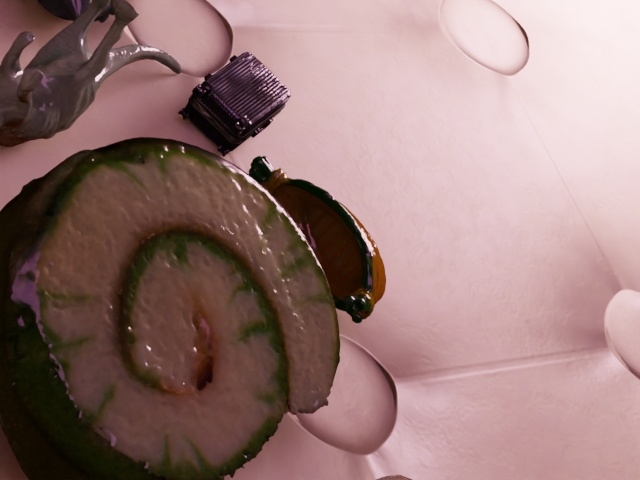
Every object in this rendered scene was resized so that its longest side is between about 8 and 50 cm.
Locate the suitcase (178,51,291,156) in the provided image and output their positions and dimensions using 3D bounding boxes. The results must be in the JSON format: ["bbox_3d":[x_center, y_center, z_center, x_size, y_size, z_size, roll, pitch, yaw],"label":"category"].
[{"bbox_3d":[-0.096,-0.159,1.915,0.086,0.059,0.126,44,43,2],"label":"suitcase"}]

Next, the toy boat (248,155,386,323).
[{"bbox_3d":[0.000,0.000,1.830,0.088,0.089,0.229,9,40,-56],"label":"toy boat"}]

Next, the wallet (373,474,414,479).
[{"bbox_3d":[0.099,0.381,1.615,0.335,0.068,0.275,46,47,-4],"label":"wallet"}]

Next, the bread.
[{"bbox_3d":[-0.152,0.087,1.599,0.382,0.129,0.366,24,53,-29],"label":"bread"}]

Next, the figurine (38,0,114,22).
[{"bbox_3d":[-0.299,-0.361,1.881,0.193,0.140,0.265,-26,98,-60],"label":"figurine"}]

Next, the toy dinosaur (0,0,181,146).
[{"bbox_3d":[-0.253,-0.185,1.759,0.092,0.205,0.393,36,17,7],"label":"toy dinosaur"}]
